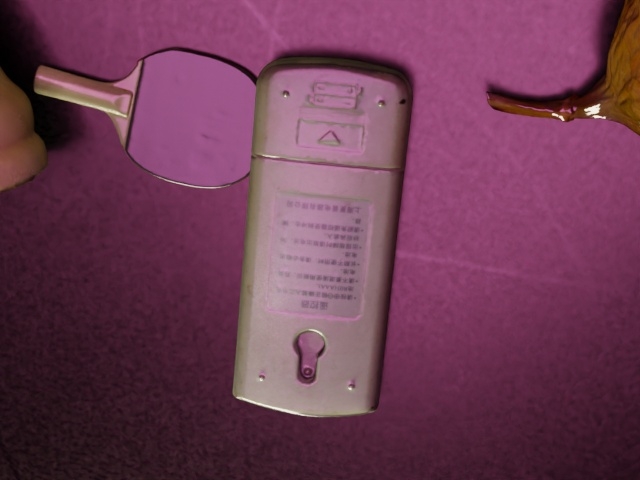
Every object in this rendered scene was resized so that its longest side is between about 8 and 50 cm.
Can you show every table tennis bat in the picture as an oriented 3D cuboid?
[{"bbox_3d":[-0.107,-0.084,0.879,0.156,0.013,0.087,16,107,1],"label":"table tennis bat"}]

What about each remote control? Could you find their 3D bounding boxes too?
[{"bbox_3d":[0.000,0.000,0.876,0.098,0.038,0.233,6,106,2],"label":"remote control"}]

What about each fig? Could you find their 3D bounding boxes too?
[{"bbox_3d":[0.204,-0.091,0.801,0.201,0.133,0.146,-30,56,36],"label":"fig"}]

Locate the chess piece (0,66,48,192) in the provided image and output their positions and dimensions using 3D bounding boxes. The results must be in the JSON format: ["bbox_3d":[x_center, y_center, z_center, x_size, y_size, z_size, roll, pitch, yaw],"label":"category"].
[{"bbox_3d":[-0.265,-0.215,0.798,0.117,0.117,0.397,-10,106,9],"label":"chess piece"}]
